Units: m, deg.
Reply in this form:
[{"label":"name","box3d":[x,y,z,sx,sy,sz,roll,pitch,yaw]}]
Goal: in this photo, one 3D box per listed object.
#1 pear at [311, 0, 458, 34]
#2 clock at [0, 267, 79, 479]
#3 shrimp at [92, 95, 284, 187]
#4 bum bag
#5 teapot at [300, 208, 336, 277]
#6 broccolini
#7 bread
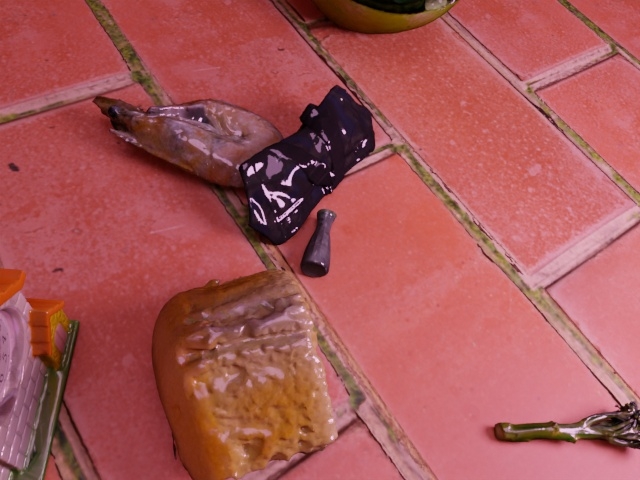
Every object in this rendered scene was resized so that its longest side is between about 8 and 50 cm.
[{"label":"pear","box3d":[0.106,-0.543,1.082,0.399,0.165,0.399,5,58,-9]},{"label":"clock","box3d":[-0.339,0.133,0.524,0.106,0.255,0.220,4,59,-9]},{"label":"shrimp","box3d":[-0.201,-0.178,0.857,0.317,0.077,0.168,22,49,-4]},{"label":"bum bag","box3d":[-0.014,-0.127,0.841,0.310,0.074,0.137,-48,118,-32]},{"label":"teapot","box3d":[0.000,0.000,0.805,0.043,0.043,0.110,14,53,-3]},{"label":"broccolini","box3d":[0.342,0.247,0.713,0.216,0.058,0.067,4,61,-8]},{"label":"bread","box3d":[-0.103,0.135,0.633,0.204,0.162,0.262,-17,49,-8]}]
